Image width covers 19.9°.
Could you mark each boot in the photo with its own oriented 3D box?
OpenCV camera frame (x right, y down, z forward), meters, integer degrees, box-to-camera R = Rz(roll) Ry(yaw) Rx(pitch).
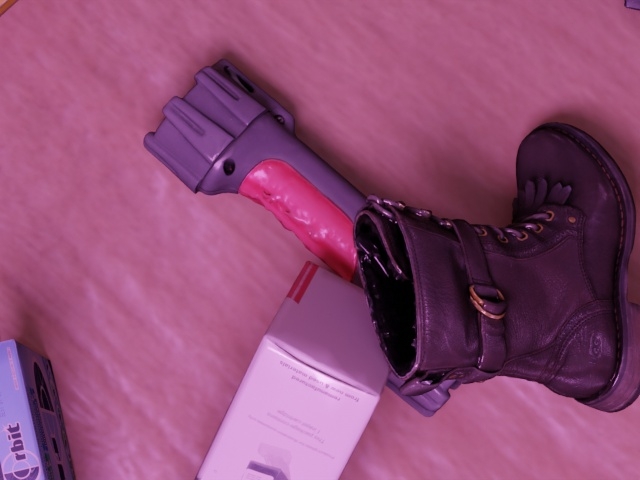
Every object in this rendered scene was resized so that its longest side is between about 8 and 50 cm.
[{"bbox_3d":[0.121,0.003,1.301,0.229,0.091,0.263,15,51,-33],"label":"boot"}]

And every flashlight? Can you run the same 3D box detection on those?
[{"bbox_3d":[0.000,0.000,1.377,0.304,0.103,0.103,40,111,6],"label":"flashlight"}]

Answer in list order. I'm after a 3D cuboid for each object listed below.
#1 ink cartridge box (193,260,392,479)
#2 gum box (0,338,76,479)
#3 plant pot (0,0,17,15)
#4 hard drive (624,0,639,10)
[{"bbox_3d":[-0.029,0.147,1.281,0.092,0.158,0.218,28,112,1],"label":"ink cartridge box"},{"bbox_3d":[-0.207,0.157,1.301,0.041,0.184,0.157,-13,82,-3],"label":"gum box"},{"bbox_3d":[-0.297,-0.276,1.345,0.254,0.254,0.239,-44,99,-7],"label":"plant pot"},{"bbox_3d":[0.363,-0.249,1.447,0.255,0.054,0.172,1,82,-2],"label":"hard drive"}]
